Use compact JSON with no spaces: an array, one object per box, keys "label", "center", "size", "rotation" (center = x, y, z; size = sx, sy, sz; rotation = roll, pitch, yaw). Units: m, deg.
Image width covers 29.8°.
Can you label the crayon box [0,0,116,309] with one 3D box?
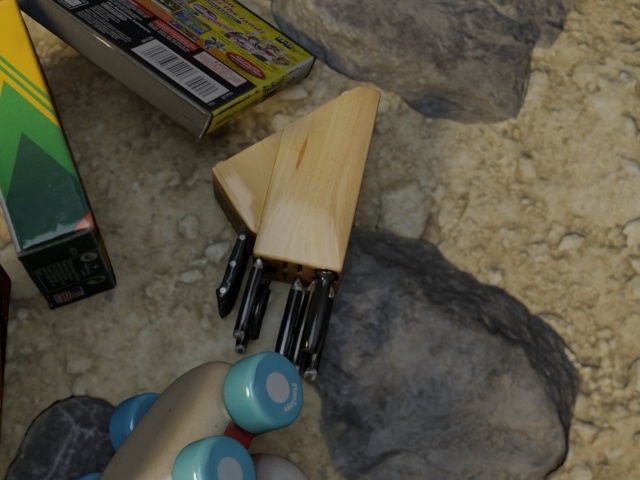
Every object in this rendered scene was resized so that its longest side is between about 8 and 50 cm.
[{"label":"crayon box","center":[-0.306,-0.108,1.247],"size":[0.081,0.202,0.318],"rotation":[-20,75,-9]}]

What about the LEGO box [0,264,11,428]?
[{"label":"LEGO box","center":[-0.412,0.219,1.045],"size":[0.193,0.372,0.500],"rotation":[0,72,-3]}]

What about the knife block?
[{"label":"knife block","center":[0.000,0.000,1.287],"size":[0.276,0.088,0.242],"rotation":[-31,77,-12]}]

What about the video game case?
[{"label":"video game case","center":[-0.170,-0.233,1.304],"size":[0.275,0.035,0.248],"rotation":[36,33,9]}]

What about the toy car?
[{"label":"toy car","center":[-0.084,0.259,1.154],"size":[0.238,0.219,0.210],"rotation":[50,42,-19]}]
